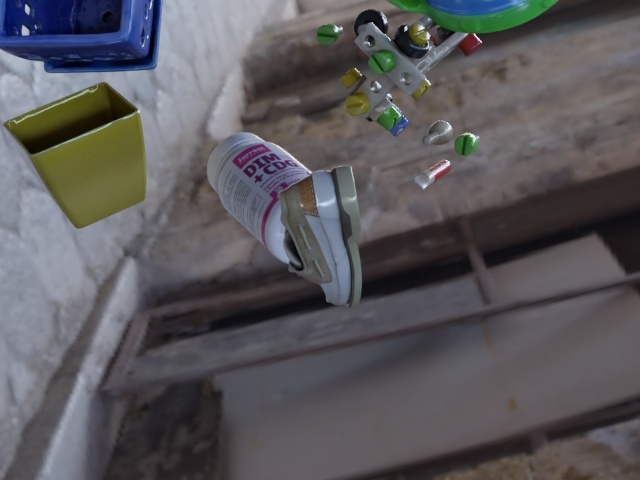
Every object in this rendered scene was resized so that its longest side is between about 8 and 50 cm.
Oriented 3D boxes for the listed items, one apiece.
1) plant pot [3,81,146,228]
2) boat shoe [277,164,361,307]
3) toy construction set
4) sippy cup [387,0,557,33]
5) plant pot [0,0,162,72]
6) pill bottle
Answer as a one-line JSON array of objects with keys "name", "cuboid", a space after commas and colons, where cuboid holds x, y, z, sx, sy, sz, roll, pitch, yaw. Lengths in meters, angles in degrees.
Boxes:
[{"name": "plant pot", "cuboid": [-0.437, -0.148, 2.358, 0.212, 0.212, 0.187, 39, -31, 56]}, {"name": "boat shoe", "cuboid": [0.000, 0.000, 1.736, 0.302, 0.103, 0.113, 84, -4, -57]}, {"name": "toy construction set", "cuboid": [0.128, -0.230, 2.034, 0.237, 0.257, 0.309, -35, 105, -60]}, {"name": "sippy cup", "cuboid": [0.221, -0.447, 1.768, 0.240, 0.305, 0.224, 33, -20, 43]}, {"name": "plant pot", "cuboid": [-0.377, -0.393, 2.063, 0.212, 0.236, 0.236, 45, 46, -73]}, {"name": "pill bottle", "cuboid": [-0.090, -0.085, 2.337, 0.283, 0.160, 0.160, 41, -23, 48]}]
